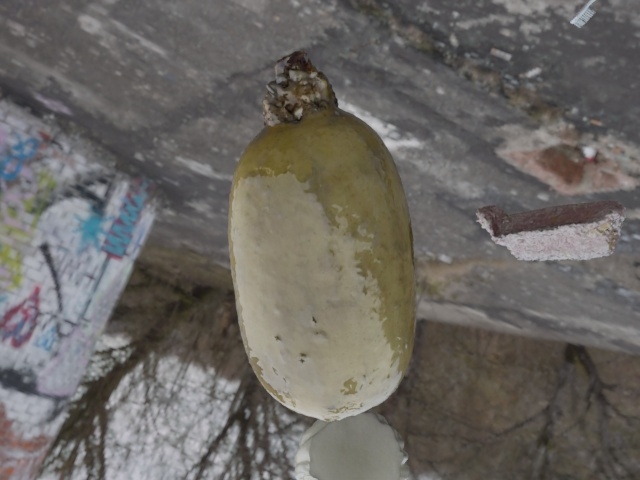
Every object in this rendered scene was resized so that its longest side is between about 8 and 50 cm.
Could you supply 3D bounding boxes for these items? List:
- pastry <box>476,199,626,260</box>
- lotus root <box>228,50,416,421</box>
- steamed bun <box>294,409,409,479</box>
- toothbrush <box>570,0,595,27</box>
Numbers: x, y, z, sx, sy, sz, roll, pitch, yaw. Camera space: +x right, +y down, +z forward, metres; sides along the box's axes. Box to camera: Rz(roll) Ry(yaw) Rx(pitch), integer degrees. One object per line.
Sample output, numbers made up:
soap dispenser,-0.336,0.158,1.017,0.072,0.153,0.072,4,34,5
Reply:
pastry,0.424,-0.015,1.556,0.265,0.103,0.112,4,121,35
lotus root,0.000,0.000,0.778,0.169,0.342,0.151,-5,-168,7
steamed bun,0.048,0.346,1.325,0.183,0.182,0.106,24,153,-6
toothbrush,0.478,-0.423,1.313,0.024,0.018,0.257,31,139,-8
